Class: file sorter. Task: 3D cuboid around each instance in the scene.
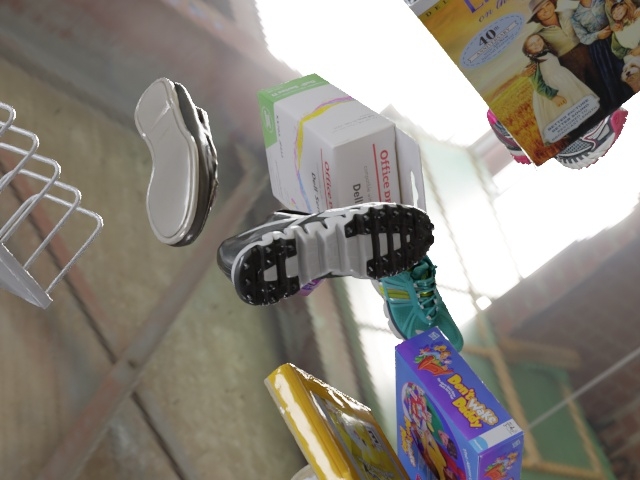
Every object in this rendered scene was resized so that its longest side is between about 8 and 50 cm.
[{"bbox_3d":[-0.483,-0.068,1.903,0.192,0.173,0.278,20,154,36],"label":"file sorter"}]

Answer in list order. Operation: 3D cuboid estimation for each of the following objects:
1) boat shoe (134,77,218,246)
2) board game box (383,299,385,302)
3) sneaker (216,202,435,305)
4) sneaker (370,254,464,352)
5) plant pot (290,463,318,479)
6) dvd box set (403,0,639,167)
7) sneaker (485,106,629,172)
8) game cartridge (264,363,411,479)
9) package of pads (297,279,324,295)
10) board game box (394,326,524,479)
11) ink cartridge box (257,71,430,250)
[{"bbox_3d":[-0.178,-0.103,1.755,0.095,0.112,0.335,29,-152,-33],"label":"boat shoe"},{"bbox_3d":[0.213,0.212,2.494,0.027,0.145,0.281,-25,-92,-25],"label":"board game box"},{"bbox_3d":[0.000,0.000,1.272,0.234,0.078,0.106,-14,-158,-28],"label":"sneaker"},{"bbox_3d":[0.154,0.081,2.151,0.107,0.110,0.275,-34,-86,-31],"label":"sneaker"},{"bbox_3d":[0.051,0.509,2.168,0.256,0.256,0.274,-71,-39,-63],"label":"plant pot"},{"bbox_3d":[0.308,-0.292,1.627,0.420,0.307,0.062,41,-165,-51],"label":"dvd box set"},{"bbox_3d":[0.398,-0.193,2.204,0.112,0.299,0.121,42,-112,-26],"label":"sneaker"},{"bbox_3d":[0.072,0.339,1.798,0.324,0.052,0.285,56,-170,33],"label":"game cartridge"},{"bbox_3d":[-0.021,0.062,2.250,0.050,0.083,0.032,16,-134,-35],"label":"package of pads"},{"bbox_3d":[0.207,0.332,1.982,0.233,0.078,0.347,52,158,39],"label":"board game box"},{"bbox_3d":[0.032,-0.112,2.064,0.353,0.119,0.207,40,145,54],"label":"ink cartridge box"}]
